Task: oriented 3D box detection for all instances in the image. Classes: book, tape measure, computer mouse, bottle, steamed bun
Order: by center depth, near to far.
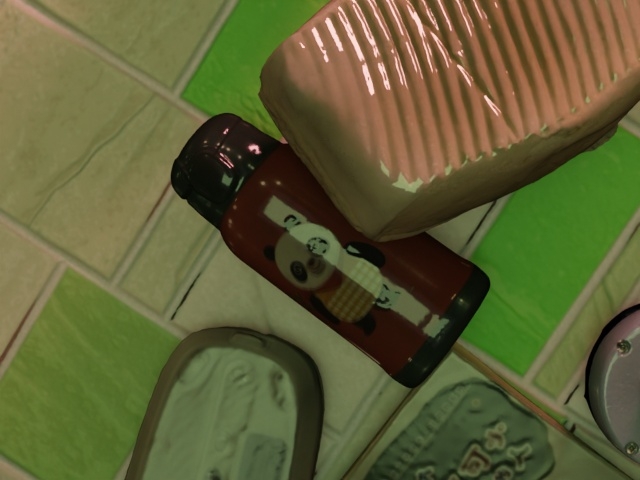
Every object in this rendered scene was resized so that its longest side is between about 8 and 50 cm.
[{"bbox_3d":[0.148,-0.160,1.118,0.383,0.236,0.247,-32,80,-5],"label":"steamed bun"},{"bbox_3d":[0.363,0.150,1.185,0.181,0.107,0.182,-14,96,1],"label":"tape measure"},{"bbox_3d":[0.000,0.000,1.195,0.336,0.144,0.144,36,98,4],"label":"bottle"},{"bbox_3d":[0.208,0.316,1.248,0.371,0.043,0.260,36,98,1],"label":"book"},{"bbox_3d":[-0.107,0.257,1.253,0.197,0.095,0.331,17,88,3],"label":"computer mouse"}]
